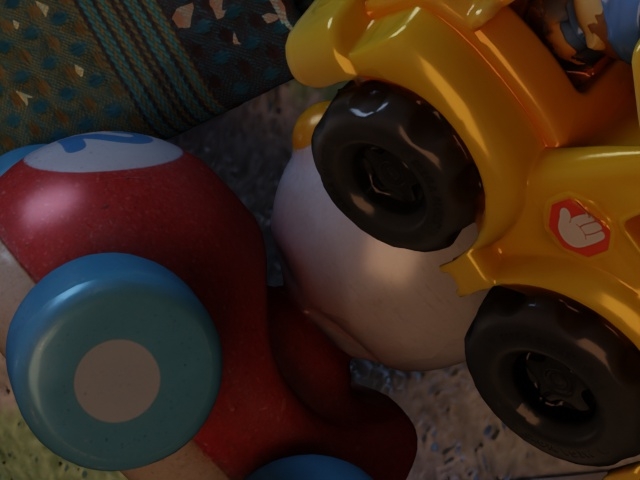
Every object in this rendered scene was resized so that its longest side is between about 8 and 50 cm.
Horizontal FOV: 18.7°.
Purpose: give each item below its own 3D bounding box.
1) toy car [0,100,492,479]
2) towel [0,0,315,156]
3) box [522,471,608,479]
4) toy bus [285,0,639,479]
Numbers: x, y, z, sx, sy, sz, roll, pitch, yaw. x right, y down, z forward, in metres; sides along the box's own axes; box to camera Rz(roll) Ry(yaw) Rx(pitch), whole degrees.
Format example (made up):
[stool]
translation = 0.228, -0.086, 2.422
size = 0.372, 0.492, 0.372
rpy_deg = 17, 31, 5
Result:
[toy car]
translation = 0.000, 0.000, 0.768
size = 0.238, 0.219, 0.210
rpy_deg = -43, 111, -2
[towel]
translation = -0.208, -0.126, 0.862
size = 0.370, 0.040, 0.271
rpy_deg = -23, 104, 25
[box]
translation = 0.095, 0.172, 0.832
size = 0.203, 0.114, 0.103
rpy_deg = -9, 109, 22
[toy bus]
translation = 0.127, -0.037, 0.648
size = 0.220, 0.149, 0.211
rpy_deg = 51, 148, -12
